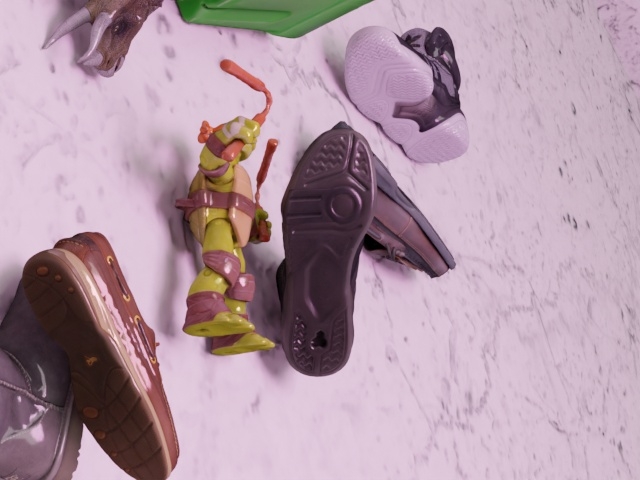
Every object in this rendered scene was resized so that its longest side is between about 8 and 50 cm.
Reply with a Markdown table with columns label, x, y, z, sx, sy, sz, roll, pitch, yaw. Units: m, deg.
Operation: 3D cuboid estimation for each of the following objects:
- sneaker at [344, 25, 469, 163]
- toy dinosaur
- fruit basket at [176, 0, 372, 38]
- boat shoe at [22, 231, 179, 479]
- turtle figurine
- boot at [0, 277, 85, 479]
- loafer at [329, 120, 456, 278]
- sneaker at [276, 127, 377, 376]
| label | x | y | z | sx | sy | sz | roll | pitch | yaw |
| --- | --- | --- | --- | --- | --- | --- | --- | --- | --- |
| sneaker | 0.104 | -0.216 | 1.497 | 0.268 | 0.101 | 0.153 | 44 | 37 | -51 |
| toy dinosaur | -0.166 | -0.299 | 1.026 | 0.160 | 0.121 | 0.314 | 1 | 71 | -58 |
| fruit basket | -0.024 | -0.407 | 1.234 | 0.392 | 0.283 | 0.392 | 14 | 69 | -41 |
| boat shoe | -0.130 | 0.076 | 0.787 | 0.060 | 0.064 | 0.178 | -41 | 116 | -49 |
| turtle figurine | -0.083 | -0.022 | 1.030 | 0.269 | 0.087 | 0.217 | 90 | 0 | -70 |
| boot | -0.237 | 0.061 | 0.754 | 0.208 | 0.076 | 0.190 | 28 | 48 | -44 |
| loafer | 0.062 | -0.030 | 1.349 | 0.267 | 0.084 | 0.096 | 47 | 5 | -44 |
| sneaker | 0.000 | 0.000 | 1.127 | 0.130 | 0.087 | 0.228 | -113 | -154 | -73 |
